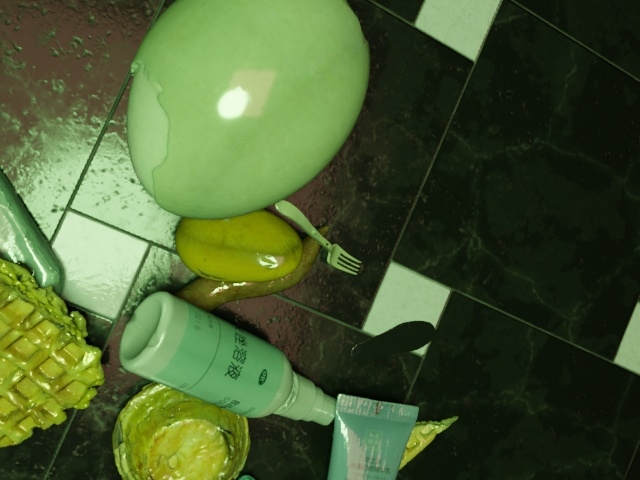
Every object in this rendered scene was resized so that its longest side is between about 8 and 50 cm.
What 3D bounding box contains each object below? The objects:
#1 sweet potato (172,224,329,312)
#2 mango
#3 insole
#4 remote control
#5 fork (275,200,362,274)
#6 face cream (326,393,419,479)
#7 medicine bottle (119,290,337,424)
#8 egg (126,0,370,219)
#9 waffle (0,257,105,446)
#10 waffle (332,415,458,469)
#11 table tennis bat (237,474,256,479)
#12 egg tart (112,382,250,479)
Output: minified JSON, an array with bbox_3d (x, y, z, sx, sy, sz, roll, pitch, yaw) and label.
[{"bbox_3d":[-0.102,0.059,0.935,0.281,0.059,0.067,-20,59,-18],"label":"sweet potato"},{"bbox_3d":[-0.112,0.007,0.873,0.137,0.195,0.098,-38,139,-43],"label":"mango"},{"bbox_3d":[0.122,0.169,1.034,0.152,0.002,0.053,-20,99,-14],"label":"insole"},{"bbox_3d":[-0.440,-0.008,0.841,0.104,0.052,0.247,-32,99,-13],"label":"remote control"},{"bbox_3d":[-0.005,-0.001,0.928,0.219,0.028,0.034,39,73,-48],"label":"fork"},{"bbox_3d":[0.048,0.435,0.970,0.135,0.086,0.385,13,90,-13],"label":"face cream"},{"bbox_3d":[-0.106,0.190,0.888,0.352,0.110,0.110,34,84,-35],"label":"medicine bottle"},{"bbox_3d":[-0.105,-0.180,0.804,0.336,0.278,0.278,-46,104,-15],"label":"egg"},{"bbox_3d":[-0.446,0.136,0.807,0.307,0.060,0.312,-9,116,-7],"label":"waffle"},{"bbox_3d":[0.128,0.307,1.034,0.191,0.032,0.125,-37,100,-12],"label":"waffle"},{"bbox_3d":[-0.054,0.431,0.989,0.201,0.033,0.124,42,81,-19],"label":"table tennis bat"},{"bbox_3d":[-0.199,0.300,0.912,0.212,0.090,0.213,-2,98,-14],"label":"egg tart"}]
